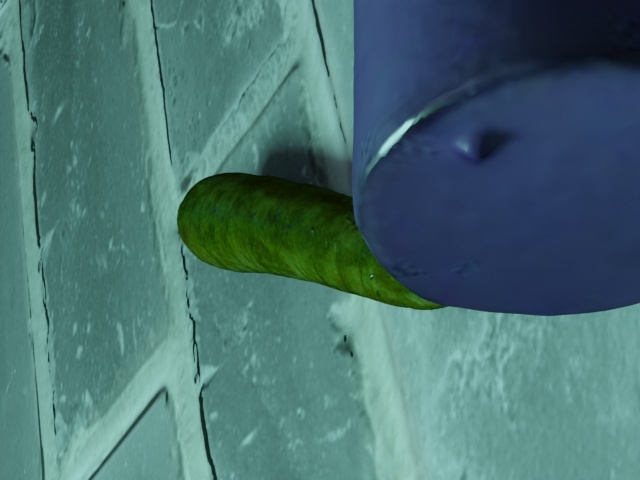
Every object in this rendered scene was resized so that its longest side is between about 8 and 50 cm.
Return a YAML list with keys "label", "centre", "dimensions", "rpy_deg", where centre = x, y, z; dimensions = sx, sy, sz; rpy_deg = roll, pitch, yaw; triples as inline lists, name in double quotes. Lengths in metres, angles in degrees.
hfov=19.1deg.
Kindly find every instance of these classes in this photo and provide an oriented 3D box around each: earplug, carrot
- label: "earplug"
  centre: [0.113, -0.198, 1.040]
  dimensions: [0.215, 0.215, 0.456]
  rpy_deg: [-45, 38, 44]
- label: "carrot"
  centre: [0.000, 0.000, 1.287]
  dimensions: [0.358, 0.074, 0.074]
  rpy_deg: [13, 90, 61]
